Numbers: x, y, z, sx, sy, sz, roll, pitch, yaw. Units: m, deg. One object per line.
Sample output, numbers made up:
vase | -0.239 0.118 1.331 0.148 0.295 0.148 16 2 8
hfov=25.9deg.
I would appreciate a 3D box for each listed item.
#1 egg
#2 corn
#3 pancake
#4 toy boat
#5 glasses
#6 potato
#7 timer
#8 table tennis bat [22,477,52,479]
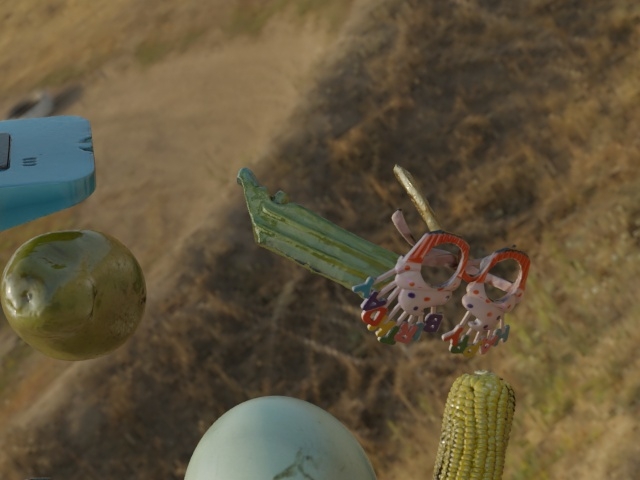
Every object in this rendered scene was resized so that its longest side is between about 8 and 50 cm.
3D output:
egg | -0.031 0.268 1.257 0.183 0.264 0.183 -9 16 3
corn | 0.151 0.232 1.415 0.072 0.072 0.203 -3 72 54
pancake | 0.161 -0.060 2.236 0.025 0.151 0.151 -33 22 6
toy boat | -0.004 0.005 1.869 0.084 0.276 0.111 -60 -2 -6
glasses | 0.146 0.059 1.724 0.095 0.255 0.162 40 112 57
potato | -0.292 0.065 1.602 0.157 0.157 0.194 -31 -8 14
timer | -0.396 -0.072 1.695 0.250 0.091 0.232 -9 25 -6
table tennis bat | -0.306 0.414 1.538 0.022 0.173 0.301 -17 74 37
